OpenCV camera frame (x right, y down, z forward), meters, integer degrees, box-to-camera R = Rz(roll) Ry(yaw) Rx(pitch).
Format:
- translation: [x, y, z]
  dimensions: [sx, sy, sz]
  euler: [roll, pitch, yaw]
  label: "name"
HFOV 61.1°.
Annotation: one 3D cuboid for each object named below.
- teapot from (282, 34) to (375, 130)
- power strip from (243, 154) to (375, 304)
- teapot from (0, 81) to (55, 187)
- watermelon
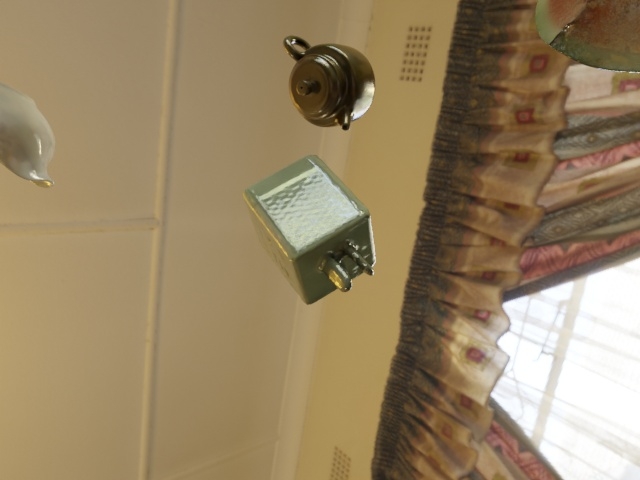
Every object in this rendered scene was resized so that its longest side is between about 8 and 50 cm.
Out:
- translation: [0.001, -0.360, 1.232]
  dimensions: [0.185, 0.268, 0.175]
  euler: [-41, -10, 34]
  label: "teapot"
- translation: [0.000, 0.000, 0.829]
  dimensions: [0.139, 0.224, 0.140]
  euler: [-30, -35, -14]
  label: "power strip"
- translation: [-0.390, -0.137, 0.626]
  dimensions: [0.145, 0.226, 0.092]
  euler: [55, -125, -74]
  label: "teapot"
- translation: [0.404, -0.327, 0.693]
  dimensions: [0.255, 0.260, 0.176]
  euler: [-8, -59, 6]
  label: "watermelon"
